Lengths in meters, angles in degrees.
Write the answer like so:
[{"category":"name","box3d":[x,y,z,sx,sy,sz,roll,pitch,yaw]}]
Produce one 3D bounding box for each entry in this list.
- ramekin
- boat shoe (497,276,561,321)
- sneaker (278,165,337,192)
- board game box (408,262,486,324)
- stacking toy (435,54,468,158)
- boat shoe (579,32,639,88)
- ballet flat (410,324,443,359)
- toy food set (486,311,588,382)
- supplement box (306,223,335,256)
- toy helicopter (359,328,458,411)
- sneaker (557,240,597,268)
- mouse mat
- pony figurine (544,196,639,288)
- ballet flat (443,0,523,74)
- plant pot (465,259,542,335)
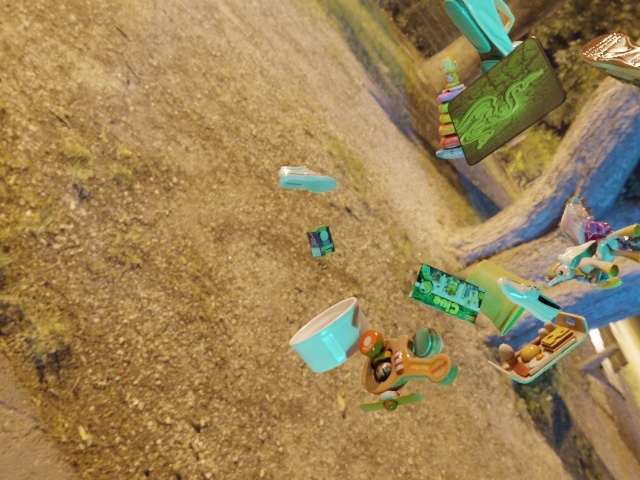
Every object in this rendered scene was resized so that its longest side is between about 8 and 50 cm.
[{"category":"ramekin","box3d":[0.042,0.326,1.814,0.135,0.277,0.277,56,25,-2]},{"category":"boat shoe","box3d":[0.547,0.145,1.385,0.184,0.063,0.066,38,37,-4]},{"category":"sneaker","box3d":[-0.050,-0.259,2.157,0.258,0.094,0.091,5,58,-30]},{"category":"board game box","box3d":[0.453,0.190,1.894,0.259,0.136,0.030,22,-6,-8]},{"category":"stacking toy","box3d":[0.422,-0.414,1.627,0.165,0.175,0.302,-25,104,-33]},{"category":"boat shoe","box3d":[0.886,-0.502,1.539,0.123,0.123,0.342,50,6,-32]},{"category":"ballet flat","box3d":[0.395,0.396,2.001,0.123,0.348,0.123,5,66,-11]},{"category":"toy food set","box3d":[0.714,0.343,1.771,0.092,0.306,0.220,53,-2,1]},{"category":"supplement box","box3d":[0.000,0.000,1.502,0.055,0.043,0.083,-24,103,-39]},{"category":"toy helicopter","box3d":[0.238,0.381,1.510,0.140,0.355,0.235,33,62,-25]},{"category":"sneaker","box3d":[0.788,0.034,1.627,0.061,0.152,0.054,28,-45,54]},{"category":"mouse mat","box3d":[0.303,-0.232,0.893,0.007,0.189,0.153,15,51,-37]},{"category":"pony figurine","box3d":[1.029,0.037,1.982,0.302,0.351,0.363,40,-14,-10]},{"category":"ballet flat","box3d":[0.471,-0.510,1.387,0.400,0.139,0.139,47,26,-27]},{"category":"plant pot","box3d":[0.759,0.226,2.290,0.254,0.276,0.276,38,17,25]}]
